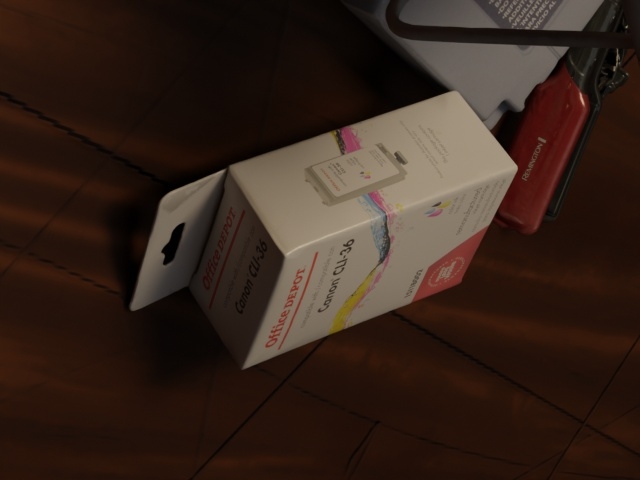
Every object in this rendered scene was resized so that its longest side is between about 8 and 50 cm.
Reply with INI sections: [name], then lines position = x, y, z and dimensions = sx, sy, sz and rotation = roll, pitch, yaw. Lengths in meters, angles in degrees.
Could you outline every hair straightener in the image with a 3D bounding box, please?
[hair straightener]
position = 0.168, -0.117, 1.192
dimensions = 0.089, 0.047, 0.230
rotation = -21, 130, -64

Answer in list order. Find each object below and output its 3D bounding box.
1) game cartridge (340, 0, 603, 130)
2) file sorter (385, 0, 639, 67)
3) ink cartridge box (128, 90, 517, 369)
[game cartridge]
position = 0.132, -0.220, 1.052
dimensions = 0.294, 0.060, 0.196
rotation = -54, 147, 0
[file sorter]
position = 0.093, -0.244, 0.822
dimensions = 0.193, 0.173, 0.278
rotation = -50, 132, -35
[ink cartridge box]
position = 0.000, 0.000, 1.037
dimensions = 0.198, 0.067, 0.115
rotation = -20, 151, -28
